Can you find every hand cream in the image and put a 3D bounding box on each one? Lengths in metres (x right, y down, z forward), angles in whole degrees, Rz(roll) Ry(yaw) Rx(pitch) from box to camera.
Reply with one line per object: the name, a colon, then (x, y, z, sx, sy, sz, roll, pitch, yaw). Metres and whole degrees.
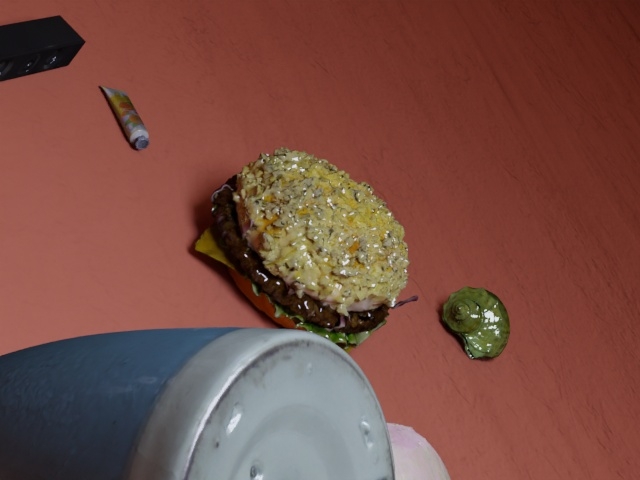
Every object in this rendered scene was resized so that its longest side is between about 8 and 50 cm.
hand cream: (-0.213, -0.138, 1.768, 0.035, 0.022, 0.102, 9, 37, -38)

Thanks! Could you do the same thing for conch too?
conch: (0.192, 0.104, 1.951, 0.121, 0.074, 0.089, 36, 53, -55)

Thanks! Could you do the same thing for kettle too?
kettle: (-0.136, 0.182, 1.085, 0.319, 0.342, 0.247, 17, 76, -55)

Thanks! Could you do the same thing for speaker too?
speaker: (-0.319, -0.199, 1.683, 0.046, 0.040, 0.191, 46, 26, 7)

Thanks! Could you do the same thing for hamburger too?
hamburger: (0.000, 0.000, 1.726, 0.243, 0.138, 0.261, 40, 27, -6)

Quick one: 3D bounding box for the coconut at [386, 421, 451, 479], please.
coconut: (0.042, 0.235, 1.405, 0.171, 0.171, 0.183, 17, 41, -43)
